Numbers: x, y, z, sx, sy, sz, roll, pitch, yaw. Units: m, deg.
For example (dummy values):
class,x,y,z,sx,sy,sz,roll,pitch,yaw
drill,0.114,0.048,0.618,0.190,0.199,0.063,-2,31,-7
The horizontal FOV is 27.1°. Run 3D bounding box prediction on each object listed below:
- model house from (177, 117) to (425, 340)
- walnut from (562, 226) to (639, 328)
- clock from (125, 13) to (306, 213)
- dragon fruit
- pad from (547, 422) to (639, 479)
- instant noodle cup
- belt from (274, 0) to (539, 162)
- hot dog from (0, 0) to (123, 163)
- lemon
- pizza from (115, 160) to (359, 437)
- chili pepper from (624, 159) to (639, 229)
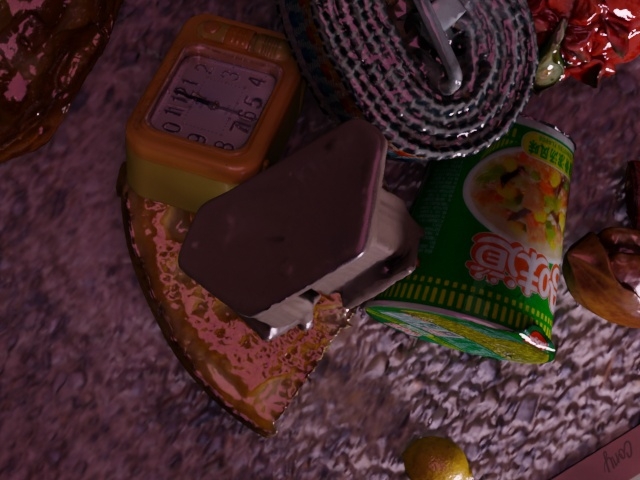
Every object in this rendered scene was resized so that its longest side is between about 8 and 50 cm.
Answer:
class,x,y,z,sx,sy,sz,roll,pitch,yaw
model house,0.001,0.004,1.275,0.229,0.188,0.122,-33,63,11
walnut,0.338,0.039,1.450,0.207,0.116,0.115,19,86,-35
clock,-0.101,-0.126,1.332,0.143,0.096,0.202,18,52,5
dragon fruit,0.262,-0.299,1.424,0.234,0.234,0.293,16,56,-11
pad,0.376,0.317,1.527,0.300,0.005,0.202,-29,95,-10
instant noodle cup,0.177,-0.007,1.401,0.207,0.207,0.232,19,78,-11
belt,0.081,-0.216,1.264,0.207,0.160,0.295,-26,102,-15
hot dog,-0.306,-0.206,1.335,0.175,0.114,0.259,23,85,-10
lemon,0.128,0.245,1.448,0.083,0.062,0.062,17,86,-4
pizza,-0.074,0.032,1.395,0.223,0.089,0.323,-28,95,-8
chili pepper,0.428,-0.031,1.498,0.192,0.084,0.086,14,91,-7
